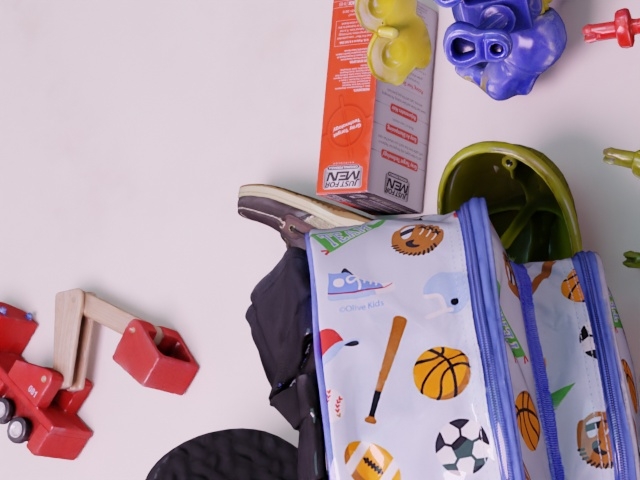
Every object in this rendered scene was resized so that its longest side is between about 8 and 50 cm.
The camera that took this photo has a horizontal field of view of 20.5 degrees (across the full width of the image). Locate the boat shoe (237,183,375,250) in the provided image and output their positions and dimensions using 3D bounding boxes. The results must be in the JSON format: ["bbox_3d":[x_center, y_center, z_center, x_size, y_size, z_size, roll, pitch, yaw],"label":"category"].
[{"bbox_3d":[0.000,0.000,1.186,0.152,0.056,0.049,18,84,37],"label":"boat shoe"}]

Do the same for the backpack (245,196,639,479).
[{"bbox_3d":[0.073,0.111,0.968,0.213,0.263,0.276,-18,58,8],"label":"backpack"}]

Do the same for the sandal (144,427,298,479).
[{"bbox_3d":[0.023,0.314,1.057,0.445,0.167,0.107,60,146,31],"label":"sandal"}]

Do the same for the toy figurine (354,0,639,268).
[{"bbox_3d":[0.143,-0.156,1.083,0.191,0.217,0.362,-9,117,19],"label":"toy figurine"}]

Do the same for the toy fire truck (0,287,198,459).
[{"bbox_3d":[-0.189,0.085,1.305,0.192,0.047,0.135,40,102,36],"label":"toy fire truck"}]

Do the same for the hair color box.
[{"bbox_3d":[0.038,-0.092,1.171,0.043,0.072,0.141,-2,77,34],"label":"hair color box"}]
